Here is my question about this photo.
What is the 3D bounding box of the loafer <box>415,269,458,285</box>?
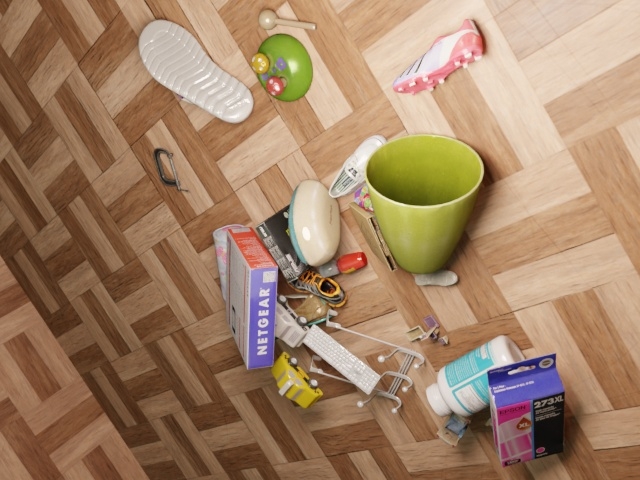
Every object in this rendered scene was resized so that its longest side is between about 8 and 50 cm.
[{"bbox_3d":[0.322,0.104,1.778,0.125,0.039,0.045,-6,78,35],"label":"loafer"}]

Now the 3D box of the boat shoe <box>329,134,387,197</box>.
[{"bbox_3d":[0.101,-0.187,1.745,0.083,0.076,0.226,43,132,8],"label":"boat shoe"}]

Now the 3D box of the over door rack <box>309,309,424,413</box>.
[{"bbox_3d":[0.126,0.388,1.994,0.324,0.108,0.239,25,127,8],"label":"over door rack"}]

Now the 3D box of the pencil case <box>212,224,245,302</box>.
[{"bbox_3d":[-0.280,0.084,2.158,0.124,0.113,0.273,4,118,21],"label":"pencil case"}]

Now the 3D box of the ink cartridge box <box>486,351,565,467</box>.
[{"bbox_3d":[0.530,0.442,1.665,0.176,0.069,0.371,-15,127,3],"label":"ink cartridge box"}]

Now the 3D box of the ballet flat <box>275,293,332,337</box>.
[{"bbox_3d":[-0.106,0.245,2.128,0.342,0.116,0.124,-29,82,41],"label":"ballet flat"}]

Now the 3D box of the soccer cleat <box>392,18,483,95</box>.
[{"bbox_3d":[0.266,-0.417,1.506,0.248,0.083,0.095,-20,72,47],"label":"soccer cleat"}]

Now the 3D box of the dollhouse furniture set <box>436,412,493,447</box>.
[{"bbox_3d":[0.452,0.535,1.853,0.184,0.129,0.129,31,129,19],"label":"dollhouse furniture set"}]

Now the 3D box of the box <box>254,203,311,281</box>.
[{"bbox_3d":[-0.087,0.002,1.916,0.045,0.184,0.190,-27,96,32],"label":"box"}]

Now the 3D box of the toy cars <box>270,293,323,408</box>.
[{"bbox_3d":[-0.108,0.353,2.041,0.176,0.087,0.393,-4,102,33],"label":"toy cars"}]

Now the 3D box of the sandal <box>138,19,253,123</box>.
[{"bbox_3d":[-0.374,-0.478,1.913,0.416,0.169,0.102,43,172,9],"label":"sandal"}]

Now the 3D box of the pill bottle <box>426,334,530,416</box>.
[{"bbox_3d":[0.415,0.373,1.732,0.264,0.146,0.146,-35,92,24],"label":"pill bottle"}]

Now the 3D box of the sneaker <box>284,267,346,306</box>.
[{"bbox_3d":[-0.017,0.126,1.991,0.215,0.084,0.083,23,161,14],"label":"sneaker"}]

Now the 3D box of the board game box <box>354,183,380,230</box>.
[{"bbox_3d":[0.156,-0.098,1.784,0.169,0.033,0.133,-34,92,43],"label":"board game box"}]

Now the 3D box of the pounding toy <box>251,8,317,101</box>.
[{"bbox_3d":[-0.120,-0.474,1.726,0.183,0.110,0.237,26,128,23],"label":"pounding toy"}]

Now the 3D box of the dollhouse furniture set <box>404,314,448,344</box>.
[{"bbox_3d":[0.290,0.288,1.868,0.114,0.081,0.091,-35,91,43],"label":"dollhouse furniture set"}]

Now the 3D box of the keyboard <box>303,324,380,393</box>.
[{"bbox_3d":[0.061,0.354,1.941,0.256,0.014,0.072,37,106,17],"label":"keyboard"}]

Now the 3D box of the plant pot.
[{"bbox_3d":[0.253,-0.065,1.606,0.275,0.275,0.293,21,141,26],"label":"plant pot"}]

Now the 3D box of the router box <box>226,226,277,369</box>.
[{"bbox_3d":[-0.217,0.170,1.982,0.301,0.082,0.335,-131,41,-59],"label":"router box"}]

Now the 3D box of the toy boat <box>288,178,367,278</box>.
[{"bbox_3d":[0.000,0.000,1.837,0.148,0.267,0.318,-18,133,25],"label":"toy boat"}]

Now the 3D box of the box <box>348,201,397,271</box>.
[{"bbox_3d":[0.140,-0.013,1.753,0.164,0.021,0.201,63,176,-18],"label":"box"}]

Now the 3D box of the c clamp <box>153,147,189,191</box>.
[{"bbox_3d":[-0.509,-0.241,2.211,0.137,0.022,0.160,4,118,41],"label":"c clamp"}]
